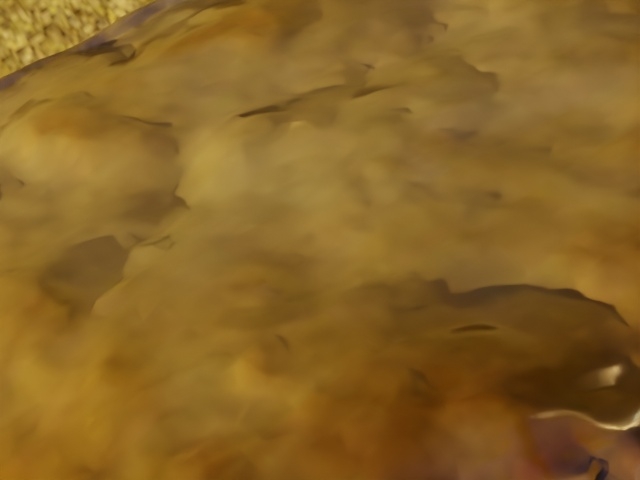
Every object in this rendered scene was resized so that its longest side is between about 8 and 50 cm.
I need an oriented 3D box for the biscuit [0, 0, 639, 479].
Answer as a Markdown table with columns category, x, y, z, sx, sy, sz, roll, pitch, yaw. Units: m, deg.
| category | x | y | z | sx | sy | sz | roll | pitch | yaw |
| --- | --- | --- | --- | --- | --- | --- | --- | --- | --- |
| biscuit | 0.000 | 0.001 | 0.688 | 0.429 | 0.446 | 0.104 | -36 | 131 | -28 |
